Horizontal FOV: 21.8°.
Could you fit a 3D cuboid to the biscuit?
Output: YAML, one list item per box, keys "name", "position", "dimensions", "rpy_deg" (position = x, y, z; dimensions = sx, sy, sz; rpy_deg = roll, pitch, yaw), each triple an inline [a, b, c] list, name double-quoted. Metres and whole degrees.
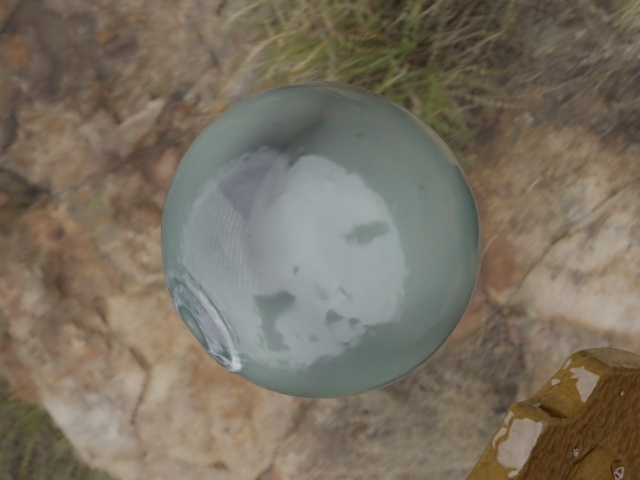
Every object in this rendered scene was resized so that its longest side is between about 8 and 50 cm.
- name: "biscuit"
  position: [0.106, 0.153, 0.853]
  dimensions: [0.034, 0.215, 0.182]
  rpy_deg: [20, 123, 34]

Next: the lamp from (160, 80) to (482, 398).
- name: "lamp"
  position: [0.000, 0.000, 0.534]
  dimensions: [0.105, 0.105, 0.105]
  rpy_deg: [7, 109, 22]
